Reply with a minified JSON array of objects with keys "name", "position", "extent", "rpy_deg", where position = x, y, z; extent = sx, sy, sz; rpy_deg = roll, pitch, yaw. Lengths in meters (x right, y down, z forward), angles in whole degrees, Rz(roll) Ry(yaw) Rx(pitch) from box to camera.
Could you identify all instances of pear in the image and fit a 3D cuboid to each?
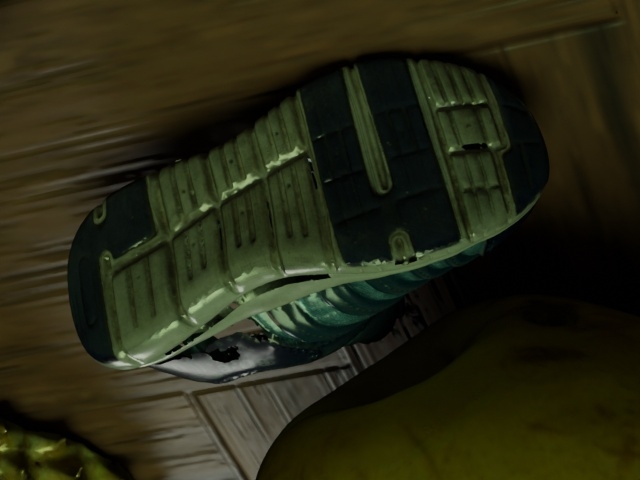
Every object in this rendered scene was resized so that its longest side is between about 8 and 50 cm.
[{"name":"pear","position":[0.098,0.159,0.776],"extent":[0.281,0.280,0.280],"rpy_deg":[3,136,3]}]

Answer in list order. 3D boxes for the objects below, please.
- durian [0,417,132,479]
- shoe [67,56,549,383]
[{"name":"durian","position":[-0.172,0.190,0.956],"extent":[0.196,0.185,0.305],"rpy_deg":[-8,131,-20]},{"name":"shoe","position":[0.000,0.000,0.754],"extent":[0.207,0.091,0.106],"rpy_deg":[-24,152,22]}]
